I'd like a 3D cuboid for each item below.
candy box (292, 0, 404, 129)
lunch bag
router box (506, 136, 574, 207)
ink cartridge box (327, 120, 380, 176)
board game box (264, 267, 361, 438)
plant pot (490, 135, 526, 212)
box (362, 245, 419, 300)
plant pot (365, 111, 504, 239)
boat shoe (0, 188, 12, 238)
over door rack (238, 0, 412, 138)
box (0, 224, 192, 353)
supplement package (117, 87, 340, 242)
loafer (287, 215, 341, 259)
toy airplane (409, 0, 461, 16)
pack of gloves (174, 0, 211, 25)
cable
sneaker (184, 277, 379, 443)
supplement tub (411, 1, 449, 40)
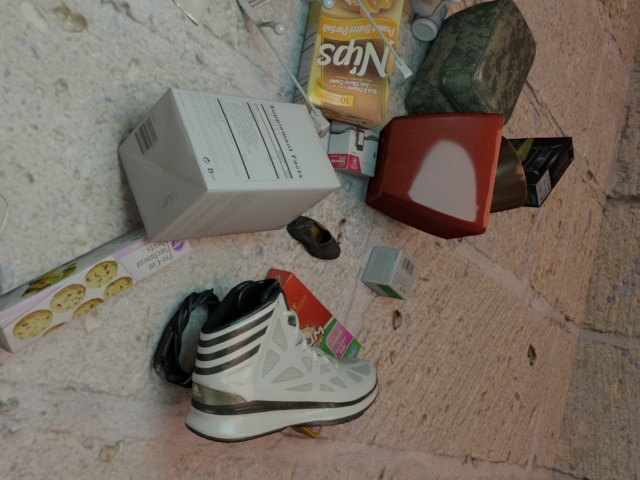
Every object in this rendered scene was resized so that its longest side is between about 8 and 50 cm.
[{"bbox_3d":[0.062,-0.411,1.269,0.183,0.087,0.316,11,85,-22],"label":"candy box"},{"bbox_3d":[0.371,-0.441,1.546,0.212,0.256,0.305,42,65,-40],"label":"lunch bag"},{"bbox_3d":[0.605,-0.215,1.858,0.309,0.243,0.081,-43,125,-37],"label":"router box"},{"bbox_3d":[0.078,-0.228,1.378,0.109,0.063,0.150,8,89,-49],"label":"ink cartridge box"},{"bbox_3d":[-0.056,0.246,1.286,0.316,0.064,0.242,49,59,-41],"label":"board game box"},{"bbox_3d":[0.398,-0.151,1.637,0.230,0.215,0.215,-20,116,-4],"label":"plant pot"},{"bbox_3d":[0.176,0.082,1.516,0.101,0.087,0.102,40,66,-44],"label":"box"},{"bbox_3d":[0.246,-0.158,1.413,0.236,0.267,0.267,10,86,-6],"label":"plant pot"},{"bbox_3d":[-0.491,0.028,0.740,0.254,0.079,0.095,-59,136,-22],"label":"boat shoe"},{"bbox_3d":[0.020,-0.394,1.146,0.239,0.108,0.324,-35,102,-18],"label":"over door rack"},{"bbox_3d":[-0.345,0.056,0.925,0.324,0.063,0.067,-33,120,-42],"label":"box"},{"bbox_3d":[-0.145,-0.120,1.006,0.293,0.177,0.175,-7,69,-49],"label":"supplement package"},{"bbox_3d":[0.000,0.000,1.320,0.170,0.061,0.062,34,69,-47],"label":"loafer"},{"bbox_3d":[0.249,-0.645,1.355,0.386,0.384,0.272,-13,134,-39],"label":"toy airplane"},{"bbox_3d":[-0.207,-0.521,1.023,0.195,0.046,0.232,45,62,-42],"label":"pack of gloves"},{"bbox_3d":[-0.219,0.177,1.100,0.150,0.047,0.184,35,68,-46],"label":"cable"},{"bbox_3d":[-0.035,0.200,1.123,0.447,0.169,0.257,2,95,-47],"label":"sneaker"},{"bbox_3d":[0.285,-0.578,1.567,0.071,0.071,0.107,46,62,-42],"label":"supplement tub"}]
